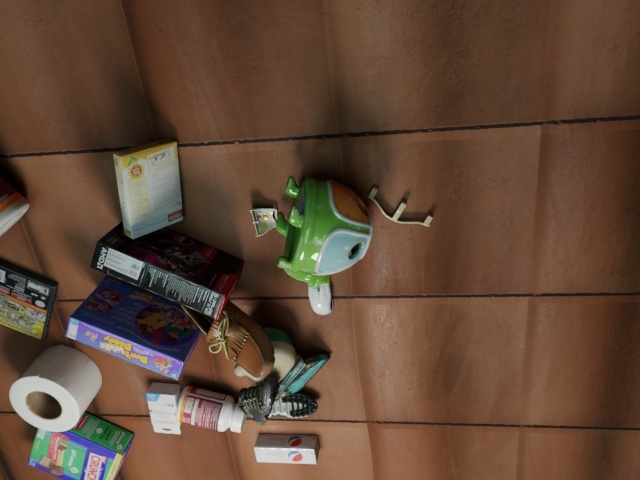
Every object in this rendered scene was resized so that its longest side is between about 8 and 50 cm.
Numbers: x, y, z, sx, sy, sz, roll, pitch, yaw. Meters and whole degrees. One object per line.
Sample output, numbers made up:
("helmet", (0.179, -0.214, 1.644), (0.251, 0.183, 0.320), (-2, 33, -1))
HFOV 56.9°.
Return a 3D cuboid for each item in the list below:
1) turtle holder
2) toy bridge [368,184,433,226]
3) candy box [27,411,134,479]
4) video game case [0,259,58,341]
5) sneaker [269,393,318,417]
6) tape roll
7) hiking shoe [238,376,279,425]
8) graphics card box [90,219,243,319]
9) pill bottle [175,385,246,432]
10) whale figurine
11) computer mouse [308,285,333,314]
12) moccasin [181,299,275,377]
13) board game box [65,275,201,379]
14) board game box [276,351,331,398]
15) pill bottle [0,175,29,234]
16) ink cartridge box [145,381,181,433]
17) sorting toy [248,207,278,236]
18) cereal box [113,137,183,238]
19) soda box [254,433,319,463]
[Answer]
("turtle holder", (0.004, -0.001, 1.552), (0.228, 0.243, 0.320), (9, 102, -12))
("toy bridge", (0.213, -0.081, 1.597), (0.188, 0.026, 0.063), (26, 121, -5))
("candy box", (-0.883, 0.770, 2.179), (0.317, 0.122, 0.268), (25, 118, -5))
("video game case", (-1.016, 0.188, 1.942), (0.275, 0.035, 0.248), (23, 119, -4))
("sneaker", (-0.127, 0.548, 1.962), (0.234, 0.106, 0.078), (-4, 82, -3))
("tape roll", (-0.898, 0.505, 2.014), (0.246, 0.169, 0.246), (4, 119, 7))
("hiking shoe", (-0.199, 0.486, 1.813), (0.114, 0.086, 0.227), (22, 131, 3))
("graphics card box", (-0.418, 0.066, 1.663), (0.371, 0.233, 0.094), (23, 113, -2))
("pill bottle", (-0.362, 0.572, 1.987), (0.221, 0.121, 0.121), (13, 119, 3))
("whale figurine", (-0.166, 0.373, 1.859), (0.216, 0.141, 0.272), (-10, 141, -5))
("computer mouse", (-0.001, 0.148, 1.746), (0.106, 0.042, 0.193), (-4, 117, 10))
("moccasin", (-0.277, 0.248, 1.692), (0.380, 0.147, 0.139), (47, 119, 22))
("board game box", (-0.544, 0.257, 1.786), (0.347, 0.233, 0.078), (23, 119, -2))
("board game box", (-0.062, 0.427, 1.864), (0.026, 0.126, 0.186), (52, 121, 25))
("pill bottle", (-1.045, -0.166, 1.650), (0.224, 0.224, 0.392), (-36, 107, 24))
("ink cartridge box", (-0.535, 0.584, 2.057), (0.104, 0.060, 0.180), (3, 118, 7))
("sorting toy", (-0.154, -0.062, 1.663), (0.075, 0.045, 0.083), (-9, 116, 6))
("cereal box", (-0.461, -0.141, 1.600), (0.047, 0.173, 0.240), (24, 124, 34))
("soda box", (-0.116, 0.725, 2.057), (0.216, 0.069, 0.073), (-2, 117, 10))
